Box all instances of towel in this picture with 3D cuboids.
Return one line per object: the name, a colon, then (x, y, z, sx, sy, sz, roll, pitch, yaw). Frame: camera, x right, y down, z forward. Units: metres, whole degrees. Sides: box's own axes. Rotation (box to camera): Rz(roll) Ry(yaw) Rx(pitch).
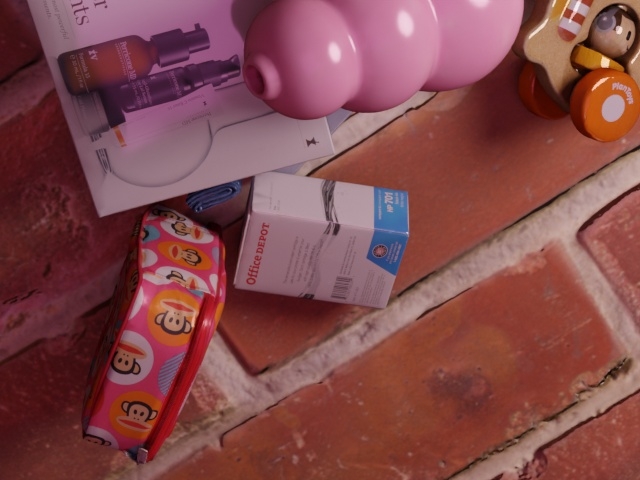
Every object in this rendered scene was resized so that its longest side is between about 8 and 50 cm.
towel: (-0.124, -0.067, 1.954, 0.067, 0.119, 0.029, -22, 102, 6)

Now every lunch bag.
lunch bag: (-0.204, 0.118, 1.928, 0.120, 0.293, 0.258, 21, 113, -10)

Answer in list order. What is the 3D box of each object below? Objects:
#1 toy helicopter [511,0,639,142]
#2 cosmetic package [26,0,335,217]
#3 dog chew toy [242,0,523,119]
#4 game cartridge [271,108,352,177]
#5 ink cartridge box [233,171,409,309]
toy helicopter: (0.299, -0.302, 1.872, 0.235, 0.140, 0.355, -40, 120, -10)
cosmetic package: (-0.167, -0.242, 1.840, 0.284, 0.097, 0.377, -16, 112, 0)
dog chew toy: (0.058, -0.229, 1.758, 0.332, 0.206, 0.206, -29, 115, -30)
game cartridge: (-0.099, -0.218, 1.930, 0.297, 0.062, 0.198, 40, 108, -17)
ink cartridge box: (0.000, 0.000, 1.983, 0.191, 0.082, 0.139, 10, 135, -6)
